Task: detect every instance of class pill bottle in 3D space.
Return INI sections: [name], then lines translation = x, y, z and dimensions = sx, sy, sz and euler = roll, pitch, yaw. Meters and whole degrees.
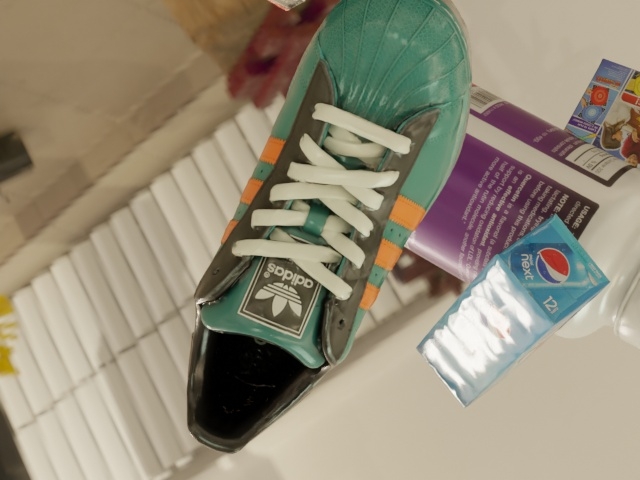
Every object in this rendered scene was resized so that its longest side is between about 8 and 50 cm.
[pill bottle]
translation = 0.209, -0.024, 1.329
dimensions = 0.181, 0.323, 0.181
euler = -45, 154, -29

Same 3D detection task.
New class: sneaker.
[sneaker]
translation = 0.000, 0.000, 0.755
dimensions = 0.121, 0.108, 0.302
euler = -65, 177, -57

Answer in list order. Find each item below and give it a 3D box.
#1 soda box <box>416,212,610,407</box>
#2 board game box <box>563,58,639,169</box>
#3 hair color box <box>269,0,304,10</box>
[soda box]
translation = 0.153, 0.063, 1.103
dimensions = 0.067, 0.071, 0.210
euler = -33, 167, -25
[board game box]
translation = 0.372, -0.105, 1.468
dimensions = 0.136, 0.201, 0.035
euler = -59, 155, -12
[hair color box]
translation = -0.031, -0.321, 1.302
dimensions = 0.093, 0.167, 0.053
euler = 26, 168, -19
